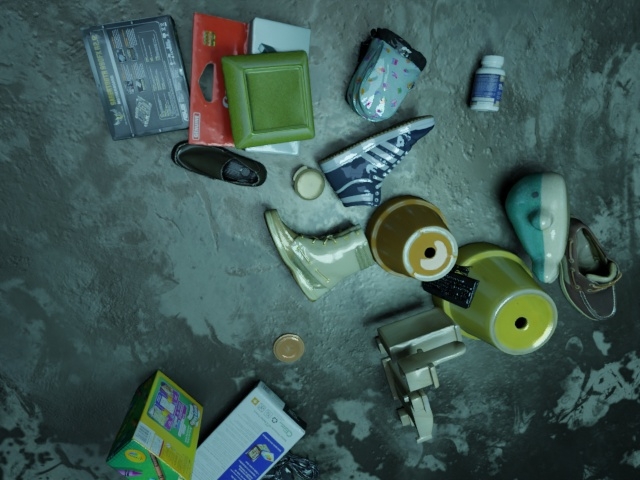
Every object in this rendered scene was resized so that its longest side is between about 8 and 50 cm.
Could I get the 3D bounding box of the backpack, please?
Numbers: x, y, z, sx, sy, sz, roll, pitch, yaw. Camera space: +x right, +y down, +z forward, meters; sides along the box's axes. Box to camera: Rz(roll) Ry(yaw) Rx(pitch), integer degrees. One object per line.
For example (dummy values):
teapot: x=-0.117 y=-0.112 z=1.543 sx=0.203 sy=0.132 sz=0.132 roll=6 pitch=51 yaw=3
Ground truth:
backpack: x=0.136 y=-0.358 z=1.007 sx=0.152 sy=0.115 sz=0.181 roll=29 pitch=102 yaw=-17

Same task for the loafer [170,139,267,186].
loafer: x=-0.227 y=-0.175 z=1.022 sx=0.220 sy=0.078 sz=0.080 roll=12 pitch=103 yaw=-11

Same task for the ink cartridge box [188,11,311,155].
ink cartridge box: x=-0.153 y=-0.331 z=0.974 sx=0.239 sy=0.060 sz=0.274 roll=0 pitch=105 yaw=-24

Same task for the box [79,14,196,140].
box: x=-0.380 y=-0.343 z=0.967 sx=0.183 sy=0.056 sz=0.230 roll=-12 pitch=107 yaw=-4

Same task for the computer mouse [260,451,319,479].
computer mouse: x=-0.142 y=0.711 z=1.283 sx=0.189 sy=0.072 sz=0.272 roll=32 pitch=86 yaw=-13

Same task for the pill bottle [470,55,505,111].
pill bottle: x=0.396 y=-0.368 z=1.065 sx=0.067 sy=0.067 sz=0.120 roll=3 pitch=104 yaw=-9

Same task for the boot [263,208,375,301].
boot: x=0.000 y=0.000 z=1.092 sx=0.204 sy=0.095 sz=0.261 roll=-30 pitch=109 yaw=1

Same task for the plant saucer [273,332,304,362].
plant saucer: x=-0.084 y=0.287 z=1.201 sx=0.084 sy=0.013 sz=0.083 roll=-2 pitch=106 yaw=-8

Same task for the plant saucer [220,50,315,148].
plant saucer: x=-0.098 y=-0.296 z=0.949 sx=0.188 sy=0.045 sz=0.188 roll=-13 pitch=111 yaw=-20

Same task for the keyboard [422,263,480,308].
keyboard: x=0.310 y=0.096 z=1.114 sx=0.038 sy=0.192 sz=0.100 roll=20 pitch=90 yaw=-23

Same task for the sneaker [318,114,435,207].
sneaker: x=0.153 y=-0.177 z=1.063 sx=0.283 sy=0.099 sz=0.153 roll=-24 pitch=102 yaw=6

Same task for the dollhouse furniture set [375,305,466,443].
dollhouse furniture set: x=0.282 y=0.370 z=1.125 sx=0.174 sy=0.303 sz=0.355 roll=-19 pitch=107 yaw=-4

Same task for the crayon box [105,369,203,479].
crayon box: x=-0.375 y=0.448 z=1.064 sx=0.081 sy=0.278 sz=0.165 roll=-41 pitch=106 yaw=3

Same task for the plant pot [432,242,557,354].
plant pot: x=0.440 y=0.156 z=1.123 sx=0.254 sy=0.239 sz=0.253 roll=-2 pitch=106 yaw=-7

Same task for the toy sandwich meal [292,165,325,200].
toy sandwich meal: x=-0.030 y=-0.137 z=1.088 sx=0.086 sy=0.029 sz=0.085 roll=-5 pitch=107 yaw=-18

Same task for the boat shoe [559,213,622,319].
boat shoe: x=0.721 y=0.088 z=1.204 sx=0.123 sy=0.123 sz=0.341 roll=-28 pitch=107 yaw=0

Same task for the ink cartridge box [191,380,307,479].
ink cartridge box: x=-0.223 y=0.569 z=1.206 sx=0.176 sy=0.069 sz=0.371 roll=43 pitch=94 yaw=2

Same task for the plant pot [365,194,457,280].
plant pot: x=0.229 y=0.008 z=1.079 sx=0.205 sy=0.188 sz=0.204 roll=-2 pitch=105 yaw=-8

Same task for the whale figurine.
whale figurine: x=0.530 y=-0.032 z=1.111 sx=0.141 sy=0.216 sz=0.271 roll=1 pitch=87 yaw=32
